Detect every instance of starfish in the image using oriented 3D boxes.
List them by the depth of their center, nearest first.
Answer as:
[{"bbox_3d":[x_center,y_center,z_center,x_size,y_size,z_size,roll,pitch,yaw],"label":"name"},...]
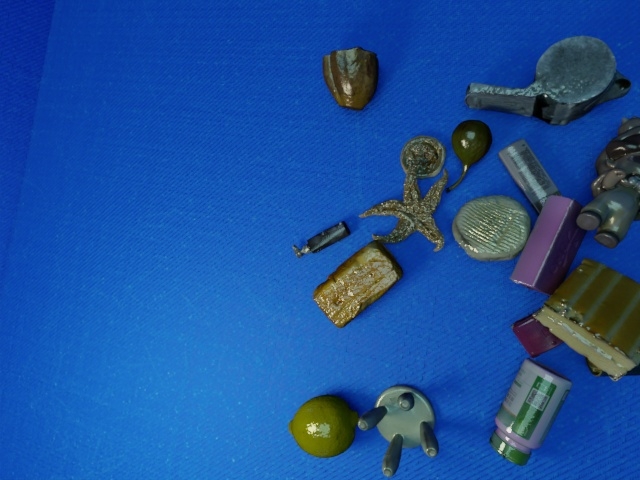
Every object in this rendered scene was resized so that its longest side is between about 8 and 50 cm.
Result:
[{"bbox_3d":[0.294,-0.109,1.338,0.299,0.060,0.303,27,101,24],"label":"starfish"}]

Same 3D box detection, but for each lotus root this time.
[{"bbox_3d":[0.093,-0.530,1.375,0.198,0.188,0.180,9,103,16],"label":"lotus root"}]

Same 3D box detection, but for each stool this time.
[{"bbox_3d":[0.243,0.555,1.239,0.195,0.198,0.195,-32,77,12],"label":"stool"}]

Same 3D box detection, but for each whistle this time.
[{"bbox_3d":[0.641,-0.427,1.193,0.404,0.168,0.189,-17,80,21],"label":"whistle"}]

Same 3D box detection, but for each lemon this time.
[{"bbox_3d":[0.006,0.597,1.324,0.248,0.184,0.184,-17,81,16],"label":"lemon"}]

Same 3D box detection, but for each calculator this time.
[{"bbox_3d":[0.664,0.247,1.189,0.190,0.034,0.127,-36,96,12],"label":"calculator"}]

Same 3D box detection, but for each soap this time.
[{"bbox_3d":[0.646,0.022,1.148,0.081,0.181,0.260,26,94,49],"label":"soap"}]

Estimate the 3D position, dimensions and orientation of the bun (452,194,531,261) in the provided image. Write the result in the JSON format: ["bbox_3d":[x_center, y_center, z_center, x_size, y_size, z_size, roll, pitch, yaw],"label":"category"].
[{"bbox_3d":[0.504,-0.031,1.225,0.220,0.134,0.221,-9,60,16],"label":"bun"}]

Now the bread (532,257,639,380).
[{"bbox_3d":[0.719,0.190,1.059,0.246,0.111,0.239,-36,56,-26],"label":"bread"}]

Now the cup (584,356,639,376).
[{"bbox_3d":[0.818,0.282,1.116,0.155,0.131,0.177,0,67,13],"label":"cup"}]

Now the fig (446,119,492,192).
[{"bbox_3d":[0.449,-0.255,1.280,0.124,0.124,0.237,20,107,18],"label":"fig"}]

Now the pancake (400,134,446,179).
[{"bbox_3d":[0.337,-0.276,1.353,0.151,0.025,0.152,-2,85,19],"label":"pancake"}]

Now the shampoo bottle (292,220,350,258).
[{"bbox_3d":[0.001,0.001,1.428,0.207,0.057,0.064,-28,79,14],"label":"shampoo bottle"}]

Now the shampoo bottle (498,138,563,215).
[{"bbox_3d":[0.632,-0.191,1.235,0.086,0.056,0.228,-31,78,12],"label":"shampoo bottle"}]

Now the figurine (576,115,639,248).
[{"bbox_3d":[0.815,-0.148,1.069,0.248,0.203,0.380,40,74,18],"label":"figurine"}]

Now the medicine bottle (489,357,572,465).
[{"bbox_3d":[0.586,0.486,1.165,0.133,0.133,0.274,25,93,18],"label":"medicine bottle"}]

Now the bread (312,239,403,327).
[{"bbox_3d":[0.119,0.140,1.341,0.294,0.132,0.167,-42,76,10],"label":"bread"}]
